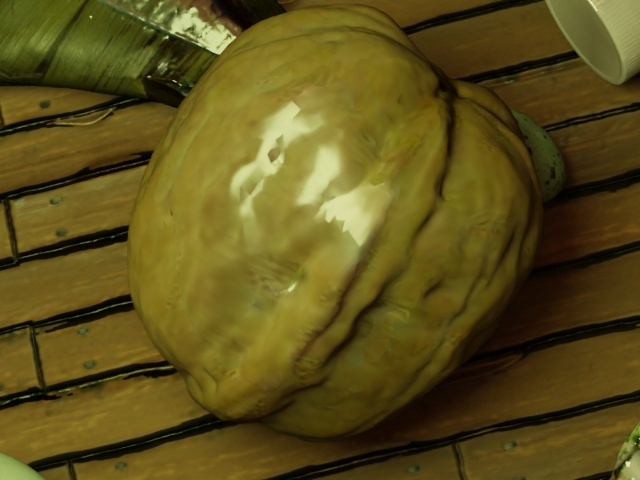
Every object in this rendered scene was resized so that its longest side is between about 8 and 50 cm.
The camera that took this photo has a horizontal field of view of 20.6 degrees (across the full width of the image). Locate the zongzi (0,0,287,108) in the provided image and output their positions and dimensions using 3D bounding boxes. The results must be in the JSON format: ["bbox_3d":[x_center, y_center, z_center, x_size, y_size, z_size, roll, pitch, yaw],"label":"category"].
[{"bbox_3d":[-0.186,-0.151,1.554,0.300,0.138,0.286,-42,81,7],"label":"zongzi"}]

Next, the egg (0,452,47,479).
[{"bbox_3d":[-0.256,0.263,1.409,0.151,0.151,0.209,-24,71,-2],"label":"egg"}]

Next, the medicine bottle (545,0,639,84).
[{"bbox_3d":[0.324,-0.254,1.523,0.250,0.133,0.133,-33,73,-6],"label":"medicine bottle"}]

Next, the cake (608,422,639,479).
[{"bbox_3d":[0.310,0.152,1.410,0.090,0.109,0.225,39,80,15],"label":"cake"}]

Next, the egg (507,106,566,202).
[{"bbox_3d":[0.158,-0.070,1.507,0.110,0.085,0.085,21,75,-8],"label":"egg"}]

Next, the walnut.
[{"bbox_3d":[-0.001,-0.002,1.392,0.306,0.306,0.344,43,106,16],"label":"walnut"}]
